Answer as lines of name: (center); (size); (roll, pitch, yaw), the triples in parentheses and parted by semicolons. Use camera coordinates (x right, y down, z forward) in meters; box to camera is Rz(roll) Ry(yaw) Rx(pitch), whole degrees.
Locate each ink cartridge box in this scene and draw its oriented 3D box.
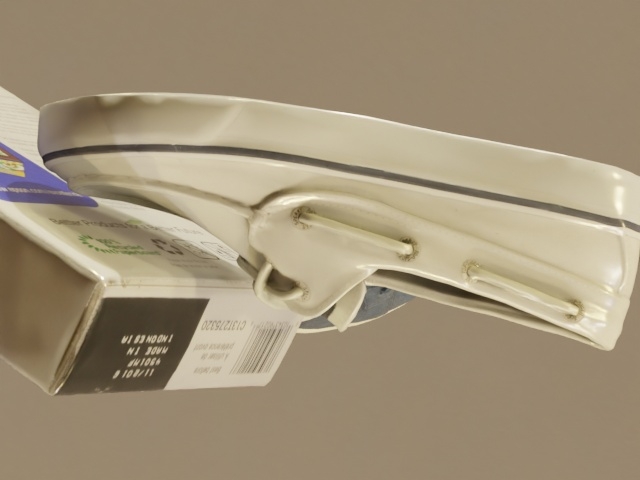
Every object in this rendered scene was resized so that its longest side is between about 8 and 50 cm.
ink cartridge box: (-0.192, -0.044, 0.914); (0.371, 0.176, 0.069); (34, -76, 26)

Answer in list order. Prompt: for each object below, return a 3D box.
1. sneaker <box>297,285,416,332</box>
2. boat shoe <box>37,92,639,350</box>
sneaker: (0.000, 0.000, 1.188); (0.148, 0.350, 0.131); (8, -87, 40)
boat shoe: (0.007, -0.005, 0.825); (0.267, 0.096, 0.088); (10, -96, -9)
